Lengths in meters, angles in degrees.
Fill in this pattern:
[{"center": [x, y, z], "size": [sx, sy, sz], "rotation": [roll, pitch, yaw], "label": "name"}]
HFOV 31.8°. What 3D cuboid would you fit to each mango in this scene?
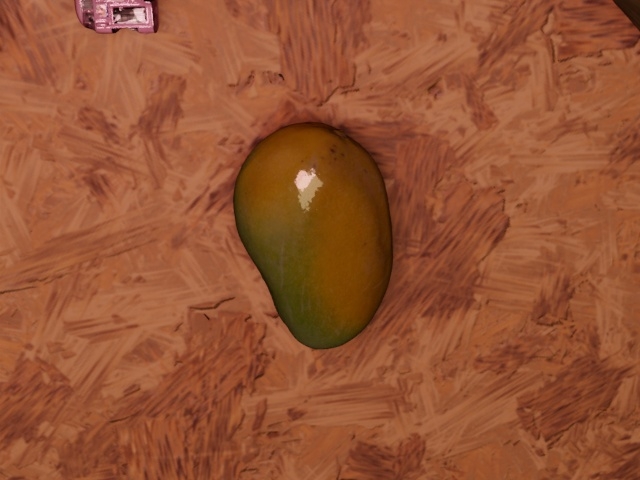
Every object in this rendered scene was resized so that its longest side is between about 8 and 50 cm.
[{"center": [0.000, 0.000, 1.151], "size": [0.156, 0.114, 0.251], "rotation": [-18, 111, -6], "label": "mango"}]

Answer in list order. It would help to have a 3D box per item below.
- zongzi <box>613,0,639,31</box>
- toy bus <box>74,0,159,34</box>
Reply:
[{"center": [0.340, -0.195, 1.084], "size": [0.447, 0.181, 0.418], "rotation": [11, 109, -7], "label": "zongzi"}, {"center": [-0.191, -0.295, 1.049], "size": [0.090, 0.063, 0.203], "rotation": [-3, 109, -1], "label": "toy bus"}]
